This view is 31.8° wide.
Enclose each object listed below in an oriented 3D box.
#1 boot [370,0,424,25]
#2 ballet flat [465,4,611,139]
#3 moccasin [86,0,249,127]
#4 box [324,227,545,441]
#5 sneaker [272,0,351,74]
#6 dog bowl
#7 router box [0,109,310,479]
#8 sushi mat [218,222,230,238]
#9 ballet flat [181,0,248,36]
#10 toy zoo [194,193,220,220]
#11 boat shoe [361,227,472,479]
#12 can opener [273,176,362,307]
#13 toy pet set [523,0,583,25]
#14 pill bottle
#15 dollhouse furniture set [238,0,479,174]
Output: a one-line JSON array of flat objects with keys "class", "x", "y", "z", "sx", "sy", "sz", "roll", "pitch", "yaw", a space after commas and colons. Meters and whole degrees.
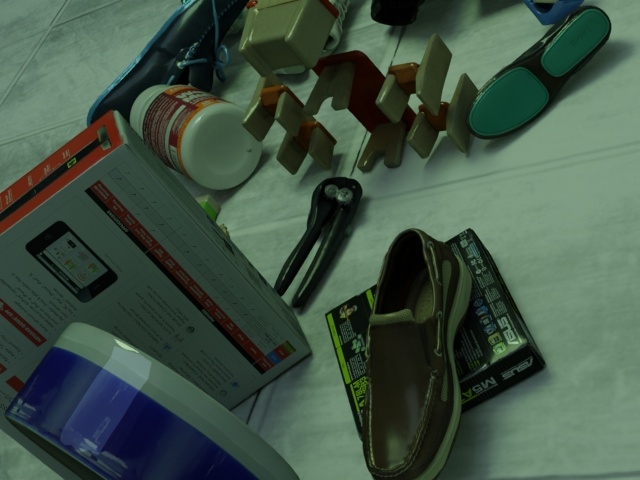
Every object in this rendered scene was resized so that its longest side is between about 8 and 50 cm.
[{"class": "boot", "x": 0.103, "y": -0.411, "z": 1.607, "sx": 0.118, "sy": 0.338, "sz": 0.222, "roll": 4, "pitch": 89, "yaw": 4}, {"class": "ballet flat", "x": 0.249, "y": -0.191, "z": 1.294, "sx": 0.203, "sy": 0.074, "sz": 0.074, "roll": -42, "pitch": 34, "yaw": 5}, {"class": "moccasin", "x": -0.212, "y": -0.264, "z": 1.751, "sx": 0.342, "sy": 0.117, "sz": 0.138, "roll": -48, "pitch": -7, "yaw": 4}, {"class": "box", "x": 0.105, "y": 0.097, "z": 1.105, "sx": 0.184, "sy": 0.045, "sz": 0.190, "roll": -34, "pitch": 35, "yaw": 11}, {"class": "sneaker", "x": 0.006, "y": -0.329, "z": 1.668, "sx": 0.115, "sy": 0.090, "sz": 0.232, "roll": 30, "pitch": 81, "yaw": 47}, {"class": "dog bowl", "x": -0.154, "y": 0.194, "z": 1.031, "sx": 0.265, "sy": 0.265, "sz": 0.104, "roll": 13, "pitch": 61, "yaw": 49}, {"class": "router box", "x": -0.225, "y": 0.081, "z": 1.164, "sx": 0.301, "sy": 0.335, "sz": 0.082, "roll": -35, "pitch": 35, "yaw": 5}, {"class": "sushi mat", "x": -0.234, "y": 0.100, "z": 1.378, "sx": 0.316, "sy": 0.019, "sz": 0.151, "roll": -30, "pitch": 34, "yaw": 11}, {"class": "ballet flat", "x": -0.197, "y": -0.460, "z": 1.986, "sx": 0.147, "sy": 0.147, "sz": 0.409, "roll": -32, "pitch": 37, "yaw": 9}, {"class": "toy zoo", "x": -0.249, "y": 0.073, "z": 1.469, "sx": 0.192, "sy": 0.030, "sz": 0.293, "roll": -16, "pitch": 40, "yaw": 29}, {"class": "boat shoe", "x": 0.072, "y": 0.099, "z": 1.011, "sx": 0.095, "sy": 0.095, "sz": 0.257, "roll": -16, "pitch": 43, "yaw": 28}, {"class": "can opener", "x": 0.000, "y": 0.000, "z": 1.316, "sx": 0.059, "sy": 0.073, "sz": 0.186, "roll": 18, "pitch": 58, "yaw": 7}, {"class": "toy pet set", "x": 0.317, "y": -0.303, "z": 1.382, "sx": 0.114, "sy": 0.065, "sz": 0.122, "roll": -18, "pitch": 22, "yaw": -38}, {"class": "pill bottle", "x": -0.183, "y": -0.154, "z": 1.592, "sx": 0.121, "sy": 0.121, "sz": 0.221, "roll": -46, "pitch": 35, "yaw": -11}, {"class": "dollhouse furniture set", "x": 0.027, "y": -0.205, "z": 1.338, "sx": 0.262, "sy": 0.259, "sz": 0.135, "roll": -5, "pitch": 56, "yaw": 37}]
